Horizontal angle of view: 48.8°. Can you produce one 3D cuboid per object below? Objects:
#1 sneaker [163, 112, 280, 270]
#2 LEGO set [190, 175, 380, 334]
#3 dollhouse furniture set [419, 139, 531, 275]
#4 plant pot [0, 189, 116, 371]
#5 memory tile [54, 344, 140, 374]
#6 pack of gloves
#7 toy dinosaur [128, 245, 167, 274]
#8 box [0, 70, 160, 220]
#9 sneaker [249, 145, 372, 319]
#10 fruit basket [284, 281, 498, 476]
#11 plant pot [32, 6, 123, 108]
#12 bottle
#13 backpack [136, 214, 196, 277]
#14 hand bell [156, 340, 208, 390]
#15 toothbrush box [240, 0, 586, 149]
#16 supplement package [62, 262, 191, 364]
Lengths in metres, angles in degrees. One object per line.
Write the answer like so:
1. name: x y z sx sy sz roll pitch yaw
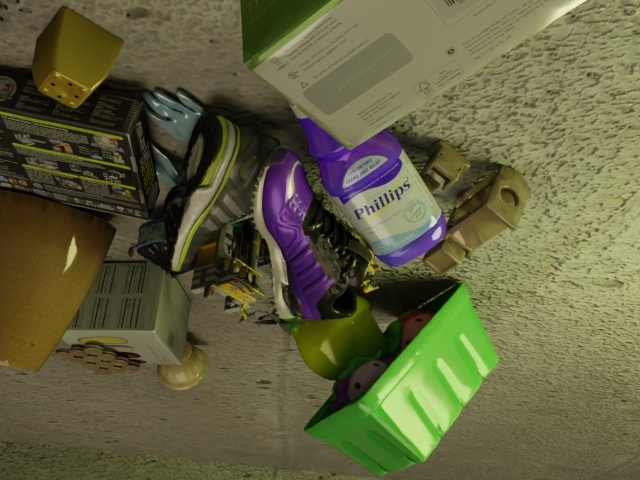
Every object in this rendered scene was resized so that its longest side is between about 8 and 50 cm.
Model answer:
1. sneaker: -0.150 -0.052 1.031 0.121 0.111 0.300 6 142 -27
2. LEGO set: -0.055 0.053 1.171 0.254 0.192 0.331 -10 148 23
3. dollhouse furniture set: 0.194 -0.061 1.082 0.161 0.101 0.182 38 142 -8
4. plant pot: -0.482 0.073 1.136 0.237 0.255 0.237 12 167 3
5. memory tile: -0.446 0.240 1.422 0.113 0.012 0.148 -11 148 25
6. pack of gloves: -0.202 -0.122 1.034 0.195 0.046 0.232 -20 143 37
7. toy dinosaur: -0.319 0.036 1.328 0.082 0.047 0.090 23 161 4
8. box: -0.373 -0.132 0.989 0.269 0.060 0.216 12 150 1
9. sneaker: 0.000 0.000 0.977 0.146 0.102 0.294 9 134 20
10. fruit basket: 0.099 0.209 1.357 0.391 0.392 0.283 16 148 -21
11. plant pot: -0.299 -0.210 0.852 0.081 0.083 0.081 26 144 -34
12. bottle: 0.062 -0.093 0.948 0.118 0.092 0.283 -33 121 8
13. backpack: -0.255 0.002 1.213 0.104 0.084 0.114 -16 149 30
14. hand bell: -0.338 0.230 1.626 0.126 0.126 0.242 2 139 4
15. toothbrush box: 0.049 -0.245 0.523 0.206 0.283 0.122 -29 138 29
16. supplement package: -0.392 0.152 1.424 0.203 0.149 0.194 -1 151 7
